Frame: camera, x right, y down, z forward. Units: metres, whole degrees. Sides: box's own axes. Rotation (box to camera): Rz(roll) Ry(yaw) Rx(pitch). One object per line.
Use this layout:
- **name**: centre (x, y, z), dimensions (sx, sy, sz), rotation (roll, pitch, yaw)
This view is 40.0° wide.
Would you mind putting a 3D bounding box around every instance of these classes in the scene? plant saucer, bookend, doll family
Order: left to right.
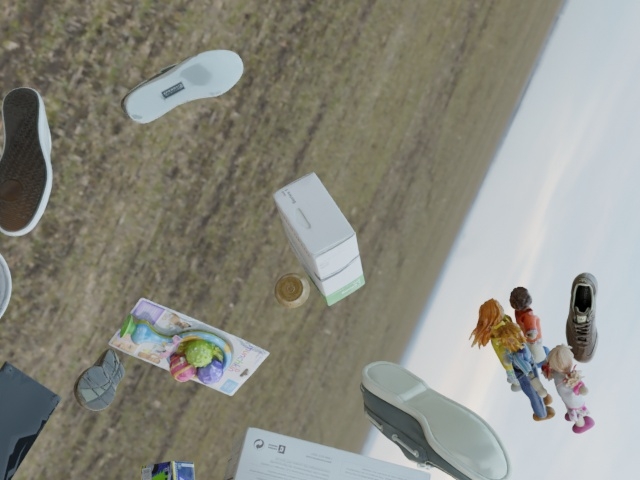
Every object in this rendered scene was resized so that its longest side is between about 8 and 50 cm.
- **bookend**: centre (-0.371, 0.228, 0.934), dimensions (0.156, 0.072, 0.157), rotation (-29, -152, 49)
- **plant saucer**: centre (-0.067, 0.113, 2.018), dimensions (0.083, 0.083, 0.015), rotation (-64, 163, -11)
- **doll family**: centre (0.294, 0.171, 1.286), dimensions (0.263, 0.118, 0.163), rotation (-108, 174, -64)

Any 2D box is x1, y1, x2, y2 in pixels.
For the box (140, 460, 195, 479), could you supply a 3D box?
- **box**: centre (-0.199, 0.382, 1.169), dimensions (0.059, 0.054, 0.169), rotation (35, 44, -63)

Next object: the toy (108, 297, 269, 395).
- **toy**: centre (-0.222, 0.194, 1.458), dimensions (0.137, 0.237, 0.056), rotation (-49, -159, 35)

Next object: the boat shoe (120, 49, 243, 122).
- **boat shoe**: centre (-0.240, -0.271, 1.506), dimensions (0.219, 0.070, 0.078), rotation (-26, 116, -15)

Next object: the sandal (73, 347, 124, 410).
- **sandal**: centre (-0.460, 0.286, 1.790), dimensions (0.060, 0.090, 0.219), rotation (-24, -165, 8)

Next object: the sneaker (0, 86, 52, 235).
- **sneaker**: centre (-0.538, -0.130, 1.624), dimensions (0.123, 0.106, 0.290), rotation (101, -12, -66)

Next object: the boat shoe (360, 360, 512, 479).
- **boat shoe**: centre (0.181, 0.318, 1.438), dimensions (0.116, 0.319, 0.099), rotation (-15, 125, -37)

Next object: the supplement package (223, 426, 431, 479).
- **supplement package**: centre (-0.026, 0.359, 0.933), dimensions (0.198, 0.199, 0.263), rotation (121, -16, -70)

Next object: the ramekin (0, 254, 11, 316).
- **ramekin**: centre (-0.720, 0.089, 1.700), dimensions (0.207, 0.109, 0.207), rotation (-3, 95, -41)

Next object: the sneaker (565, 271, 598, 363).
- **sneaker**: centre (0.524, 0.160, 1.776), dimensions (0.071, 0.066, 0.188), rotation (-12, 102, -63)

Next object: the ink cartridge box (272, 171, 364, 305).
- **ink cartridge box**: centre (0.000, 0.000, 1.641), dimensions (0.092, 0.160, 0.219), rotation (-30, 154, -8)
